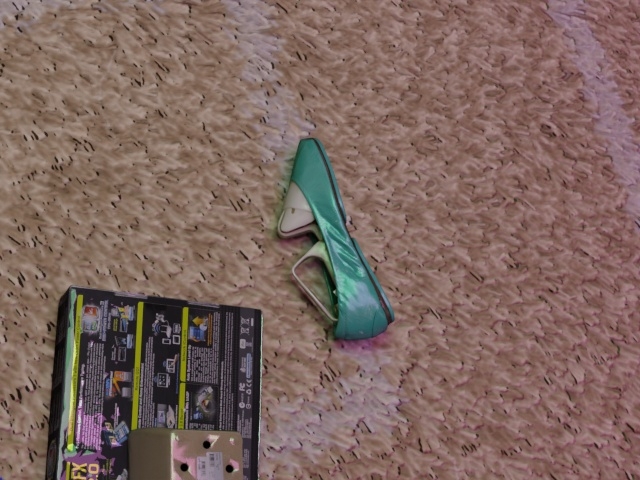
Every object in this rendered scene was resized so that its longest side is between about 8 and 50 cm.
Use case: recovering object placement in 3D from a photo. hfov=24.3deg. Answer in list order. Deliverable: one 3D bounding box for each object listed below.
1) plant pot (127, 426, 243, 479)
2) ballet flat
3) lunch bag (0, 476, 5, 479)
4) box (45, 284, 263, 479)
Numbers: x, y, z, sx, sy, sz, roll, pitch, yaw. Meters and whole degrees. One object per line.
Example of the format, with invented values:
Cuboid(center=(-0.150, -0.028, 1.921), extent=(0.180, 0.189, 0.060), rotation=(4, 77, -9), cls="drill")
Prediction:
Cuboid(center=(-0.126, 0.233, 1.466), extent=(0.109, 0.096, 0.109), rotation=(5, 70, -20), cls="plant pot")
Cuboid(center=(0.000, 0.000, 1.682), extent=(0.087, 0.083, 0.247), rotation=(-20, 78, -13), cls="ballet flat")
Cuboid(center=(-0.311, 0.289, 1.420), extent=(0.151, 0.129, 0.096), rotation=(38, 67, -8), cls="lunch bag")
Cuboid(center=(-0.172, 0.193, 1.551), extent=(0.216, 0.060, 0.270), rotation=(7, 69, -19), cls="box")
